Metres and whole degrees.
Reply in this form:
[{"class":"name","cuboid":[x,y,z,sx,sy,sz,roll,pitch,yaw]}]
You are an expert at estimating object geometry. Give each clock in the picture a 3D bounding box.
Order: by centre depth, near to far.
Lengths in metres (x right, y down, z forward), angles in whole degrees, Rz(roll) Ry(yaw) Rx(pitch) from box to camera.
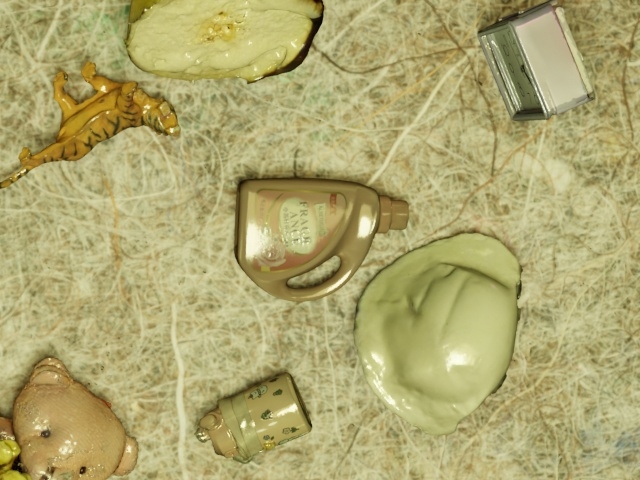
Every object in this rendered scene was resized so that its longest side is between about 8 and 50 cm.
[{"class":"clock","cuboid":[0.288,-0.241,1.676,0.073,0.193,0.145,-25,97,-5]}]

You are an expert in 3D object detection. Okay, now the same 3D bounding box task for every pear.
[{"class":"pear","cuboid":[-0.135,-0.333,1.624,0.266,0.267,0.178,-8,70,-8]}]

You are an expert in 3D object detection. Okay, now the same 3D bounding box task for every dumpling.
[{"class":"dumpling","cuboid":[0.161,0.119,1.718,0.226,0.243,0.175,21,131,8]}]

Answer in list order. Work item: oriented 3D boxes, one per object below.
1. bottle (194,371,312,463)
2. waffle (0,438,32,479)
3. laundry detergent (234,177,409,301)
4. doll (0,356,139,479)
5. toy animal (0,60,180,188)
[{"class":"bottle","cuboid":[-0.095,0.251,1.707,0.152,0.099,0.099,-24,97,1]},{"class":"waffle","cuboid":[-0.510,0.332,1.594,0.302,0.068,0.325,30,100,22]},{"class":"laundry detergent","cuboid":[0.000,0.000,1.711,0.237,0.076,0.171,3,94,-11]},{"class":"doll","cuboid":[-0.398,0.316,1.635,0.303,0.156,0.201,-41,106,1]},{"class":"toy animal","cuboid":[-0.325,-0.144,1.652,0.255,0.114,0.116,-31,140,-1]}]
